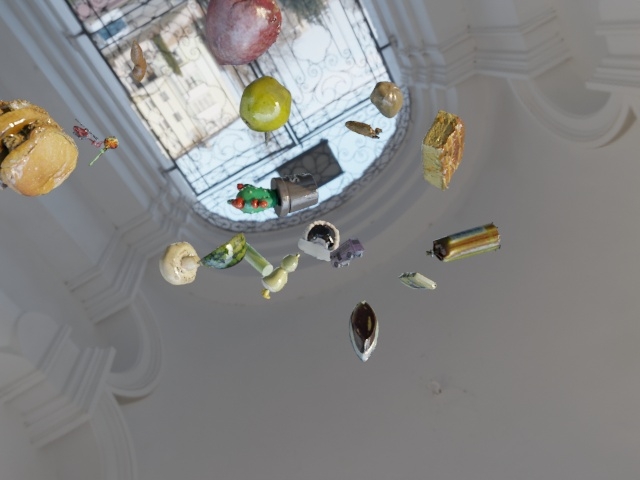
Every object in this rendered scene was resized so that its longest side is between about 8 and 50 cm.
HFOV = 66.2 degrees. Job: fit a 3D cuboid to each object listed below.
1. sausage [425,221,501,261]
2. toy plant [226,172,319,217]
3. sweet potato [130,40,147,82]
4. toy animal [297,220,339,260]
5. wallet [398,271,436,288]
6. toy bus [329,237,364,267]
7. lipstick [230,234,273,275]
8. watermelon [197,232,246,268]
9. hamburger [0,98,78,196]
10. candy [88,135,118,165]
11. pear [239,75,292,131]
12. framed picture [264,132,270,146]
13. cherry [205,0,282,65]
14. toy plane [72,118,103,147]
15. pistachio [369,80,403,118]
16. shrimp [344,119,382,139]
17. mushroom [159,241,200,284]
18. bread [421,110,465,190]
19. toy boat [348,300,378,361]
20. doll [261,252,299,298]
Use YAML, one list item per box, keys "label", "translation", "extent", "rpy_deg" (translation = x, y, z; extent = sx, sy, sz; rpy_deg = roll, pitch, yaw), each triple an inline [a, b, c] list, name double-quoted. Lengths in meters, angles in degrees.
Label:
- label: "sausage"
  translation: [0.609, 0.024, 2.116]
  extent: [0.318, 0.125, 0.117]
  rpy_deg: [-16, 169, -4]
- label: "toy plant"
  translation: [-0.221, -0.197, 2.210]
  extent: [0.401, 0.185, 0.279]
  rpy_deg: [-14, -132, -18]
- label: "sweet potato"
  translation: [-0.731, -0.721, 1.975]
  extent: [0.065, 0.051, 0.218]
  rpy_deg: [-45, 171, -31]
- label: "toy animal"
  translation: [0.000, 0.000, 2.672]
  extent: [0.204, 0.208, 0.155]
  rpy_deg: [111, 4, -57]
- label: "wallet"
  translation: [0.393, 0.170, 2.025]
  extent: [0.039, 0.110, 0.155]
  rpy_deg: [-64, -168, -13]
- label: "toy bus"
  translation: [0.125, 0.063, 2.398]
  extent: [0.087, 0.098, 0.178]
  rpy_deg: [-7, 156, -45]
- label: "lipstick"
  translation: [-0.373, 0.077, 2.605]
  extent: [0.076, 0.076, 0.304]
  rpy_deg: [-39, -125, -18]
- label: "watermelon"
  translation: [-0.247, 0.036, 1.345]
  extent: [0.163, 0.068, 0.087]
  rpy_deg: [-36, -173, -41]
- label: "hamburger"
  translation: [-0.837, -0.270, 1.402]
  extent: [0.212, 0.260, 0.245]
  rpy_deg: [30, -142, 18]
- label: "candy"
  translation: [-0.796, -0.324, 1.789]
  extent: [0.056, 0.049, 0.184]
  rpy_deg: [-22, -148, 29]
- label: "pear"
  translation: [-0.193, -0.479, 1.742]
  extent: [0.198, 0.198, 0.198]
  rpy_deg: [-25, -155, 12]
- label: "framed picture"
  translation: [-0.226, -0.513, 2.098]
  extent: [0.011, 0.141, 0.183]
  rpy_deg: [2, -130, -15]
- label: "cherry"
  translation: [-0.211, -0.562, 1.297]
  extent: [0.192, 0.175, 0.250]
  rpy_deg: [2, 144, -45]
- label: "toy plane"
  translation: [-1.015, -0.455, 2.124]
  extent: [0.060, 0.145, 0.037]
  rpy_deg: [-46, -154, -1]
- label: "pistachio"
  translation: [0.258, -0.549, 1.915]
  extent: [0.125, 0.185, 0.124]
  rpy_deg: [-5, -114, 12]
- label: "shrimp"
  translation: [0.177, -0.434, 1.927]
  extent: [0.188, 0.133, 0.051]
  rpy_deg: [34, -72, 48]
- label: "mushroom"
  translation: [-0.472, 0.080, 1.669]
  extent: [0.123, 0.154, 0.154]
  rpy_deg: [-8, -149, 18]
- label: "bread"
  translation: [0.467, -0.338, 1.862]
  extent: [0.114, 0.274, 0.184]
  rpy_deg: [22, -110, 25]
- label: "toy boat"
  translation: [0.166, 0.352, 1.903]
  extent: [0.115, 0.115, 0.262]
  rpy_deg: [3, -145, 2]
- label: "doll"
  translation: [-0.211, 0.185, 2.639]
  extent: [0.296, 0.117, 0.141]
  rpy_deg: [-42, -167, 0]
